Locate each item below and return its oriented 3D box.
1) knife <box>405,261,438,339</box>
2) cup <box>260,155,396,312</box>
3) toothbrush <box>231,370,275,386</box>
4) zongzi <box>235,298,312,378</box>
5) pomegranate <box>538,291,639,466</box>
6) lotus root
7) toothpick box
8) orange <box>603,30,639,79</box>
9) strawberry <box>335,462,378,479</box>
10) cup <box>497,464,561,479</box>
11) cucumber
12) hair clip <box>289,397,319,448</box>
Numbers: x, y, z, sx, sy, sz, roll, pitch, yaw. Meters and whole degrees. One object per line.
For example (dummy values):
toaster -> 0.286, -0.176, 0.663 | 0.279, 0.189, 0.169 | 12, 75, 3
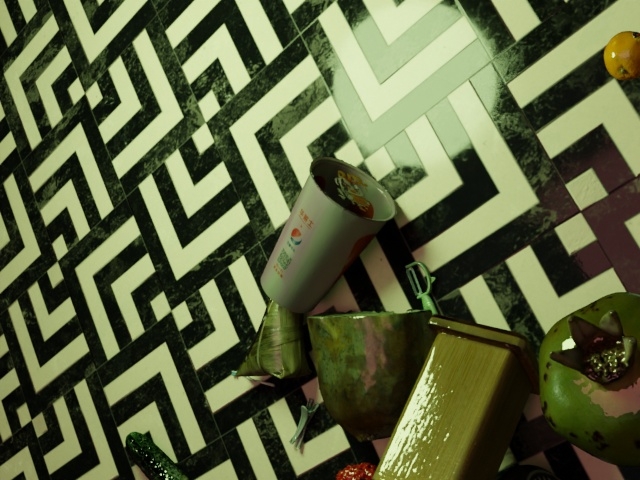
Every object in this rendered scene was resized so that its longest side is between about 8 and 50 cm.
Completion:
knife -> 0.223, 0.137, 1.666 | 0.054, 0.015, 0.212 | -29, 72, 32
cup -> 0.000, 0.000, 1.743 | 0.203, 0.203, 0.288 | 48, 122, 27
toothbrush -> -0.153, 0.315, 1.949 | 0.131, 0.011, 0.013 | 9, 82, 37
zongzi -> -0.119, 0.200, 1.881 | 0.204, 0.094, 0.205 | -11, 79, 45
pomegranate -> 0.469, 0.218, 1.294 | 0.290, 0.323, 0.291 | -1, 88, 20
lotus root -> 0.084, 0.271, 1.691 | 0.267, 0.149, 0.260 | -5, 88, 41
toothpick box -> 0.234, 0.316, 1.465 | 0.187, 0.190, 0.308 | 12, 61, 35
orange -> 0.509, -0.304, 1.414 | 0.083, 0.083, 0.084 | 0, 89, 37
strawberry -> 0.127, 0.524, 1.640 | 0.106, 0.188, 0.286 | -48, 41, 14
cup -> 0.357, 0.512, 1.463 | 0.176, 0.169, 0.223 | -49, 52, 32
cucumber -> -0.405, 0.550, 2.099 | 0.241, 0.074, 0.074 | 35, 110, 33
hair clip -> -0.042, 0.397, 1.849 | 0.030, 0.039, 0.115 | 33, 111, 38
